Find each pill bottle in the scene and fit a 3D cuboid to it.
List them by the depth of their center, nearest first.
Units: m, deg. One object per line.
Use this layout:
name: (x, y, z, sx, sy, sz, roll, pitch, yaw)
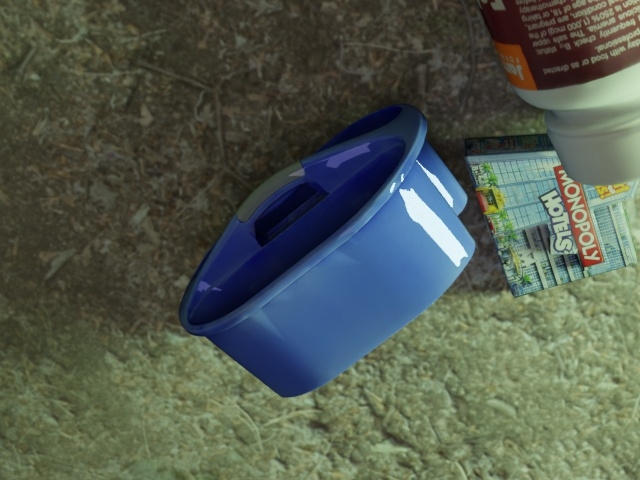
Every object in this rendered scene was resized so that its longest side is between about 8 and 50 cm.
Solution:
pill bottle: (0.258, -0.267, 1.590, 0.224, 0.224, 0.392, -21, 110, 12)

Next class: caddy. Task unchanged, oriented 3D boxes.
caddy: (0.000, 0.000, 1.717, 0.341, 0.241, 0.179, -39, 110, 18)

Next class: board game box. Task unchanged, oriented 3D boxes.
board game box: (0.276, -0.042, 1.775, 0.194, 0.060, 0.194, -16, 111, 12)
